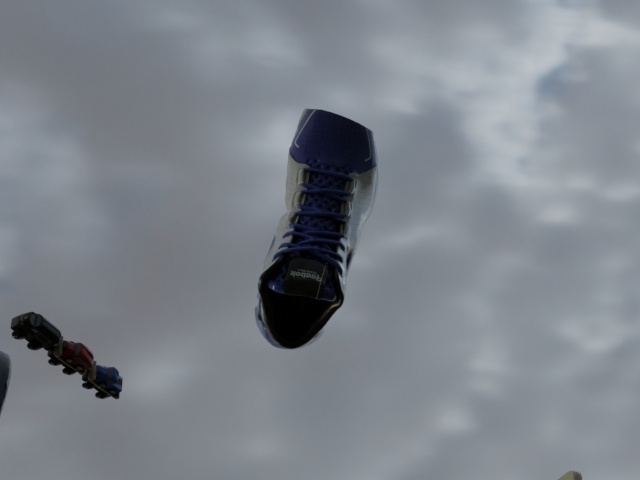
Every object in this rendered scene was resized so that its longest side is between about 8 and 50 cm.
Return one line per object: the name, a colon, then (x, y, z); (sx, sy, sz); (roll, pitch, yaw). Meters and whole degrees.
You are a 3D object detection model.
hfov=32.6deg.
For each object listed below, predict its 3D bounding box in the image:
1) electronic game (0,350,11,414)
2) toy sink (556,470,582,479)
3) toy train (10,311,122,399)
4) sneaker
electronic game: (-0.390, 0.226, 1.180); (0.048, 0.229, 0.229); (26, -64, -22)
toy sink: (0.286, 0.448, 1.558); (0.131, 0.234, 0.153); (14, -35, -10)
toy train: (-0.249, 0.117, 1.102); (0.036, 0.027, 0.158); (-24, -44, 18)
sneaker: (0.000, 0.001, 1.347); (0.127, 0.182, 0.315); (14, -85, -4)
